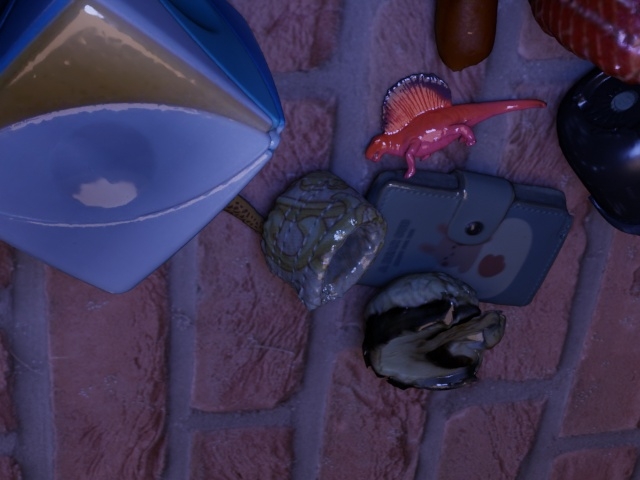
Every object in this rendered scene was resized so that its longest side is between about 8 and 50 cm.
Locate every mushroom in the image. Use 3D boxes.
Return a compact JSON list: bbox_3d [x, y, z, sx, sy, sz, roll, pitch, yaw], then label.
[{"bbox_3d":[0.184,0.141,2.065,0.247,0.130,0.344,-15,155,12],"label":"mushroom"}]

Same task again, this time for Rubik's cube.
[{"bbox_3d":[-0.289,-0.189,1.609,0.352,0.351,0.347,-44,124,16],"label":"Rubik's cube"}]

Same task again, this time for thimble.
[{"bbox_3d":[0.000,0.000,1.921,0.190,0.143,0.137,-57,147,9],"label":"thimble"},{"bbox_3d":[0.464,-0.359,1.678,0.350,0.350,0.231,9,123,-20],"label":"thimble"}]

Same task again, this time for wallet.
[{"bbox_3d":[0.218,-0.007,2.042,0.360,0.083,0.252,8,129,-20],"label":"wallet"}]

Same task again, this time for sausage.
[{"bbox_3d":[0.211,-0.380,1.761,0.089,0.083,0.300,-3,124,-11],"label":"sausage"}]

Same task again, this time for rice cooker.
[{"bbox_3d":[0.497,-0.151,1.895,0.267,0.267,0.224,-32,131,10],"label":"rice cooker"}]

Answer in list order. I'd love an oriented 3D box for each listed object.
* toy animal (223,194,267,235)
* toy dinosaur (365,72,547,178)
[{"bbox_3d":[-0.144,-0.093,1.903,0.149,0.054,0.276,-19,127,-3],"label":"toy animal"},{"bbox_3d":[0.190,-0.205,1.912,0.286,0.070,0.139,-26,106,3],"label":"toy dinosaur"}]
